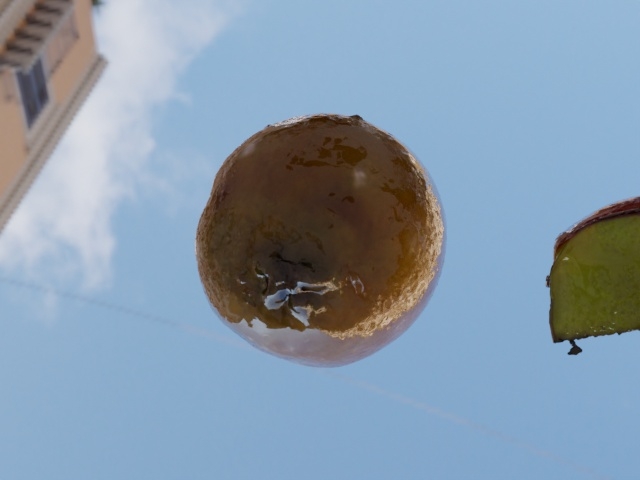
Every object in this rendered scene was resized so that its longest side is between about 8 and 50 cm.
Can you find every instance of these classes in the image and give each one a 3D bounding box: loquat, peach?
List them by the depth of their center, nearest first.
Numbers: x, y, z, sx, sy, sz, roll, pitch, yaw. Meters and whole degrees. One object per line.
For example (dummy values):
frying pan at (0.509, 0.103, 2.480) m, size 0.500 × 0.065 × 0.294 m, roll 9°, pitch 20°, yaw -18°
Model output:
peach at (0.390, 0.021, 1.494) m, size 0.267 × 0.154 × 0.159 m, roll -10°, pitch -171°, yaw 25°
loquat at (0.000, 0.000, 1.679) m, size 0.328 × 0.328 × 0.328 m, roll -1°, pitch -136°, yaw 1°
